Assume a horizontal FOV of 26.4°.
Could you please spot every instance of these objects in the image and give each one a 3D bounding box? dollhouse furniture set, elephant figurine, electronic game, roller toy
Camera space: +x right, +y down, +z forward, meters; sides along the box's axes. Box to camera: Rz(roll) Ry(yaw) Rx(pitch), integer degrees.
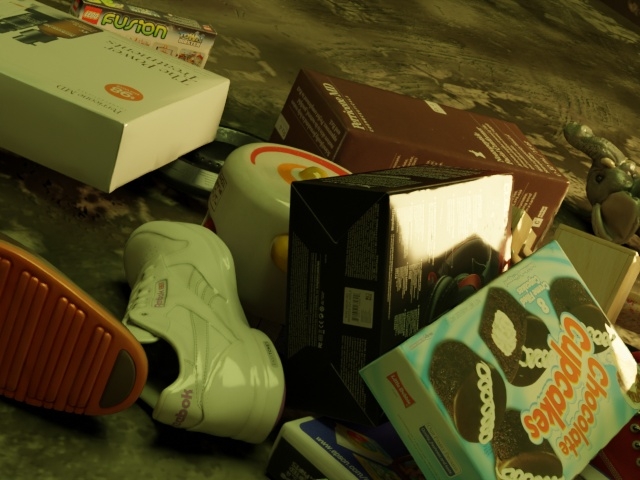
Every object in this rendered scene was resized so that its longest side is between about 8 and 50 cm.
[{"bbox_3d":[0.343,0.123,1.769,0.303,0.174,0.355,23,-9,28],"label":"dollhouse furniture set"},{"bbox_3d":[0.501,-0.066,2.188,0.239,0.186,0.169,9,-23,29],"label":"elephant figurine"},{"bbox_3d":[-0.127,-0.097,1.751,0.229,0.048,0.229,14,22,-6],"label":"electronic game"},{"bbox_3d":[-0.030,-0.012,1.443,0.191,0.146,0.209,33,24,22],"label":"roller toy"}]

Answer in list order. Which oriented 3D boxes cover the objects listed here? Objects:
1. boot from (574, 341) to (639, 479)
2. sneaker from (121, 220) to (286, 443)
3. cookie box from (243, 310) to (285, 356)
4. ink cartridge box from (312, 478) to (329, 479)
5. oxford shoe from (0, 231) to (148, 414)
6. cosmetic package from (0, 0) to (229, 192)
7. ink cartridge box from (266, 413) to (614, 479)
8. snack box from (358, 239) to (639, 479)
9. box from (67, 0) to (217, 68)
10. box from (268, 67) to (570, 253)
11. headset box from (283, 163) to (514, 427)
[{"bbox_3d":[0.342,0.216,1.400,0.088,0.176,0.244,5,31,-39],"label":"boot"},{"bbox_3d":[-0.145,0.070,1.304,0.152,0.114,0.305,7,29,-33],"label":"sneaker"},{"bbox_3d":[-0.047,0.080,1.472,0.107,0.040,0.092,29,24,8],"label":"cookie box"},{"bbox_3d":[-0.041,0.271,1.065,0.235,0.056,0.171,-2,35,-41],"label":"ink cartridge box"},{"bbox_3d":[-0.300,0.033,1.224,0.364,0.130,0.133,29,18,9],"label":"oxford shoe"},{"bbox_3d":[-0.339,-0.197,1.649,0.377,0.097,0.284,23,25,13],"label":"cosmetic package"},{"bbox_3d":[0.153,0.253,1.279,0.303,0.072,0.307,37,24,30],"label":"ink cartridge box"},{"bbox_3d":[0.184,0.132,1.263,0.322,0.060,0.187,-28,84,-52],"label":"snack box"},{"bbox_3d":[-0.258,-0.268,1.897,0.207,0.114,0.036,10,28,-33],"label":"box"},{"bbox_3d":[0.139,-0.108,1.927,0.381,0.143,0.191,9,29,-29],"label":"box"},{"bbox_3d":[0.090,0.041,1.343,0.110,0.218,0.293,8,11,32],"label":"headset box"}]
